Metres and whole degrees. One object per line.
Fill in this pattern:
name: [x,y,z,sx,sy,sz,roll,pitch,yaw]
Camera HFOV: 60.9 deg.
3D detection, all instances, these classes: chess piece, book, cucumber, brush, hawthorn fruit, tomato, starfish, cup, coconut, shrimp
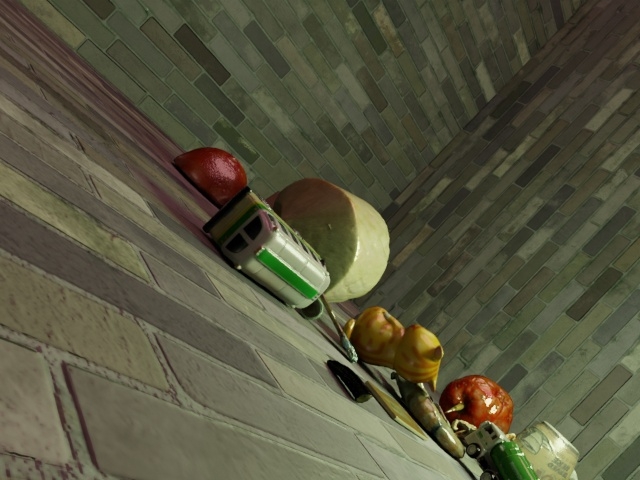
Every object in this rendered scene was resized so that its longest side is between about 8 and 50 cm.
chess piece: [-0.021,0.176,1.411,0.059,0.059,0.149,44,-5,6]
book: [0.175,0.390,1.243,0.172,0.012,0.118,44,0,-41]
cucumber: [0.054,0.259,1.024,0.033,0.034,0.135,38,3,-37]
brush: [0.042,0.217,1.373,0.196,0.021,0.070,62,1,0]
hawthorn fruit: [0.554,0.598,1.939,0.258,0.258,0.261,44,-17,46]
tomato: [-0.375,-0.247,1.987,0.309,0.170,0.309,45,-1,1]
starfish: [0.513,0.612,1.733,0.210,0.053,0.150,3,-33,6]
cup: [0.702,0.737,1.705,0.301,0.257,0.227,46,3,22]
coconut: [0.000,0.000,1.652,0.415,0.344,0.415,27,10,-5]
shrimp: [0.301,0.471,1.541,0.247,0.085,0.360,49,3,-31]

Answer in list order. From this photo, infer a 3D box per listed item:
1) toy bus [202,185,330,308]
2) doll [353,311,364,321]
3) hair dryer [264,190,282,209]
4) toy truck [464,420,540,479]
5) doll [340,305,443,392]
toy bus: [-0.102,0.035,1.252,0.179,0.143,0.305,47,1,41]
doll: [0.207,0.339,1.908,0.287,0.151,0.151,40,2,-37]
hair dryer: [-0.138,-0.001,1.957,0.107,0.189,0.344,40,-18,50]
toy truck: [0.465,0.577,1.371,0.101,0.125,0.242,43,12,-27]
doll: [0.205,0.288,1.495,0.270,0.162,0.166,14,-52,19]
